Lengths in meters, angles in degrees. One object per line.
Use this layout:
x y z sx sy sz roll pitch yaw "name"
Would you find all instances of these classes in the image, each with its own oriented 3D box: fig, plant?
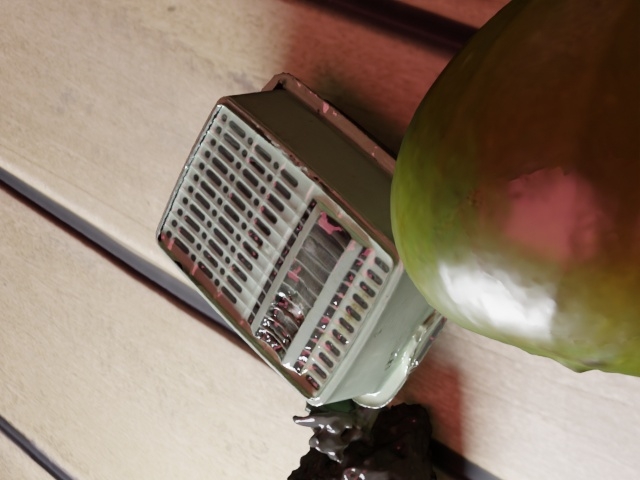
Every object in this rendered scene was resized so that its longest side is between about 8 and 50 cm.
0.208 -0.066 0.802 0.316 0.316 0.316 20 119 39 "fig"
0.041 0.218 1.176 0.131 0.142 0.203 -5 108 29 "plant"

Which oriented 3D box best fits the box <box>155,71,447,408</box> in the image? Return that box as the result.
0.000 0.000 1.098 0.290 0.166 0.221 43 122 25 "box"
